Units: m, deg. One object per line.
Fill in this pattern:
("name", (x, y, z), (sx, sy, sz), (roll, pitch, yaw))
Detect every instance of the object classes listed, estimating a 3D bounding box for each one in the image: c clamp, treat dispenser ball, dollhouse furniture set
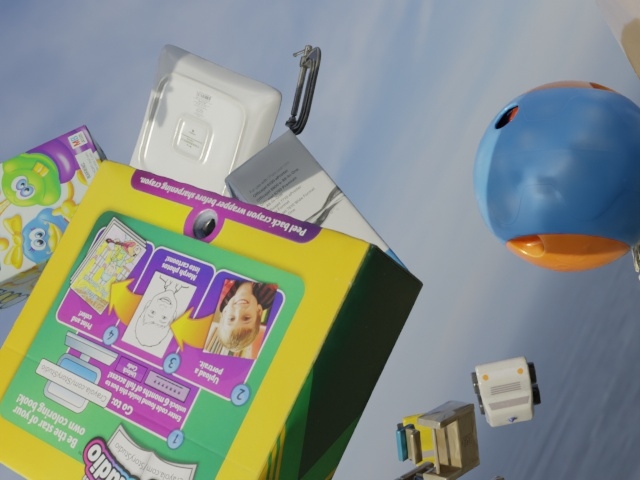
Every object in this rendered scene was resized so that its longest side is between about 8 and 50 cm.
("c clamp", (-0.026, -0.233, 1.879), (0.137, 0.022, 0.161), (157, 126, -68))
("treat dispenser ball", (0.374, -0.097, 1.825), (0.288, 0.288, 0.288), (-63, -9, -18))
("dollhouse furniture set", (0.152, 0.293, 1.586), (0.129, 0.129, 0.184), (-19, -73, -45))

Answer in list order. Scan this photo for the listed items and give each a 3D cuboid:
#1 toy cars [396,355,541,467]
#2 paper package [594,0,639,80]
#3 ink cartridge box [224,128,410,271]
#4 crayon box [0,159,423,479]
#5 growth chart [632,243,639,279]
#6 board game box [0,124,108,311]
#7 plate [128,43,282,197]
("toy cars", (0.245, 0.307, 1.982), (0.394, 0.176, 0.087), (-45, 44, 47))
("paper package", (0.425, -0.222, 1.291), (0.168, 0.325, 0.309), (-33, 19, 8))
("ink cartridge box", (0.000, 0.000, 1.890), (0.129, 0.307, 0.223), (-39, -6, -6))
("crayon box", (-0.131, 0.115, 1.126), (0.106, 0.363, 0.313), (37, -104, -49))
("growth chart", (0.565, -0.040, 2.070), (0.172, 0.021, 0.237), (-59, -34, -18))
("board game box", (-0.385, -0.012, 1.550), (0.275, 0.144, 0.142), (-26, -10, -5))
("plate", (-0.225, -0.186, 2.205), (0.045, 0.277, 0.278), (-10, -58, -60))
